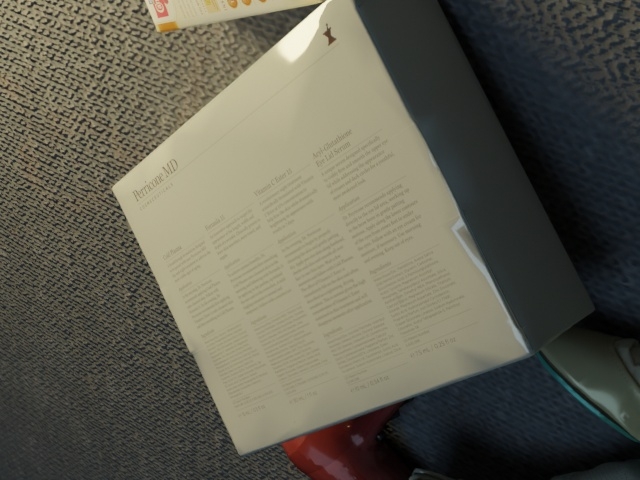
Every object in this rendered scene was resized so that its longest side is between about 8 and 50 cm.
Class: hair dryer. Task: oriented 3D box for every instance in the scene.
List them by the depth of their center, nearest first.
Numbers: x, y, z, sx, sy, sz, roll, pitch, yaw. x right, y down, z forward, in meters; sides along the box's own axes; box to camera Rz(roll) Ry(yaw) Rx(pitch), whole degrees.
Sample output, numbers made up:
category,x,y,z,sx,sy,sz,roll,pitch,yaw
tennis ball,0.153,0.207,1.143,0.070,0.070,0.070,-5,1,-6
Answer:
category,x,y,z,sx,sy,sz,roll,pitch,yaw
hair dryer,0.042,0.177,1.012,0.224,0.080,0.293,-6,115,44

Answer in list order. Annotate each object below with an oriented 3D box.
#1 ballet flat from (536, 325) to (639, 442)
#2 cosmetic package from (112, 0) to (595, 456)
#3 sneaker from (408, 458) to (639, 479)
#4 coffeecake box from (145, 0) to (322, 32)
category,x,y,z,sx,sy,sz,roll,pitch,yaw
ballet flat,0.274,0.134,0.783,0.248,0.086,0.086,44,139,5
cosmetic package,0.000,0.000,0.860,0.377,0.097,0.284,-30,87,48
sneaker,0.159,0.249,0.899,0.169,0.108,0.292,23,140,-11
coffeecake box,-0.072,-0.249,0.802,0.186,0.068,0.142,1,120,42
